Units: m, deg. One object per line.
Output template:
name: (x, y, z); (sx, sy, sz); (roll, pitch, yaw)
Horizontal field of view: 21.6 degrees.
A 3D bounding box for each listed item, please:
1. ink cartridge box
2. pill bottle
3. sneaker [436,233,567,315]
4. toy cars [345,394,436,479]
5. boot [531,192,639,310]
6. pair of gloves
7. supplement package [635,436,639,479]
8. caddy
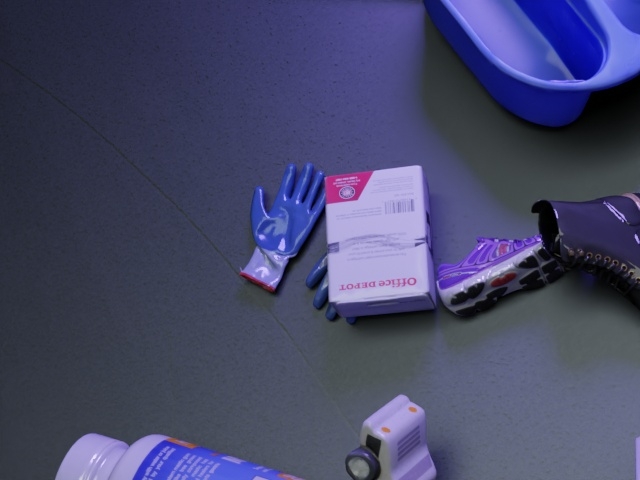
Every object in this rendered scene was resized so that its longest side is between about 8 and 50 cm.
ink cartridge box: (0.065, 0.003, 1.830); (0.109, 0.063, 0.150); (-6, 69, 11)
pill bottle: (-0.138, 0.290, 1.755); (0.272, 0.152, 0.152); (15, 75, 20)
sneaker: (0.202, 0.015, 1.810); (0.170, 0.068, 0.071); (-22, 54, 4)
toy cars: (0.030, 0.349, 1.669); (0.087, 0.176, 0.394); (23, 78, 25)
boot: (0.303, 0.040, 1.731); (0.137, 0.077, 0.198); (-1, 51, -27)
pair of gloves: (0.000, 0.000, 1.894); (0.198, 0.023, 0.159); (21, 76, 21)
supplement package: (0.450, 0.222, 1.498); (0.293, 0.177, 0.175); (-25, 96, 15)
caddy: (0.241, -0.292, 1.826); (0.241, 0.179, 0.341); (-34, 70, -8)
